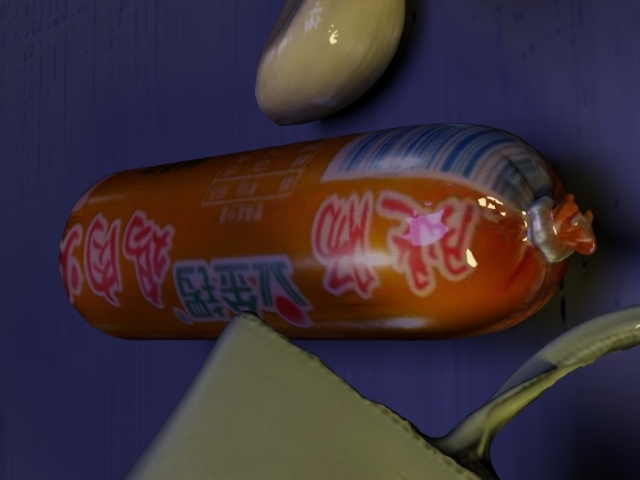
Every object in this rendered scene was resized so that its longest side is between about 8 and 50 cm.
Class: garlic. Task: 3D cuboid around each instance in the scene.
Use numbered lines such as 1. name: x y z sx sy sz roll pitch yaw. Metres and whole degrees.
1. garlic: 0.006 -0.082 0.571 0.053 0.041 0.083 8 81 64

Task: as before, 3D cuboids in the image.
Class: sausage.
1. sausage: 0.000 0.000 0.535 0.234 0.071 0.071 -5 79 50

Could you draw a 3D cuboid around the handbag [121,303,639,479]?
1. handbag: 0.025 0.133 0.362 0.241 0.109 0.315 31 74 22
